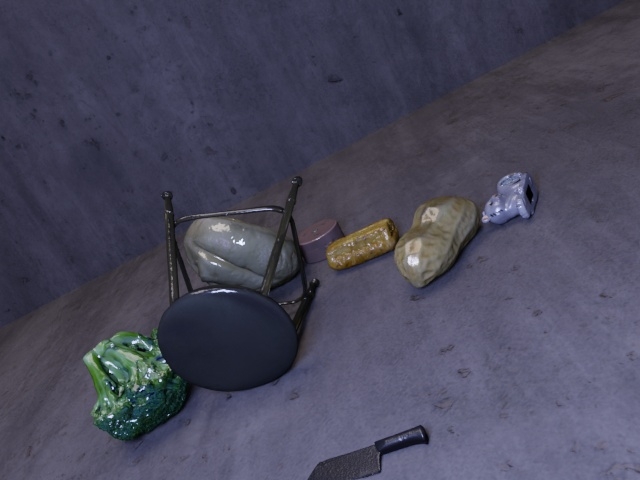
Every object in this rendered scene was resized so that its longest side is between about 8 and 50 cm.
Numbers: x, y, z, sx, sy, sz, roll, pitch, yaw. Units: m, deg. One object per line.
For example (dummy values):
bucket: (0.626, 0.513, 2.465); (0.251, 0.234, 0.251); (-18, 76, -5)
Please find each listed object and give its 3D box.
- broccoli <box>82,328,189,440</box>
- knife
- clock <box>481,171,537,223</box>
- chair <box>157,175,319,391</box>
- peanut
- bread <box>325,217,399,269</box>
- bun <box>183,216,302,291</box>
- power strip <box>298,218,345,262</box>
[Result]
broccoli: (-0.442, 0.339, 1.485); (0.265, 0.245, 0.294); (-44, -2, 29)
knife: (0.072, 0.364, 1.020); (0.231, 0.028, 0.060); (-25, 32, 18)
clock: (0.469, -0.104, 1.544); (0.117, 0.080, 0.176); (-16, 25, 35)
chair: (-0.200, 0.118, 1.496); (0.365, 0.361, 0.410); (-6, 35, 3)
peanut: (0.276, -0.009, 1.486); (0.152, 0.152, 0.313); (-7, 31, 47)
bread: (0.117, 0.013, 1.739); (0.211, 0.083, 0.114); (-22, 15, 21)
bun: (-0.242, 0.053, 1.860); (0.365, 0.365, 0.219); (8, 84, 60)
power strip: (0.000, 0.000, 1.945); (0.154, 0.078, 0.154); (-25, 19, 9)
